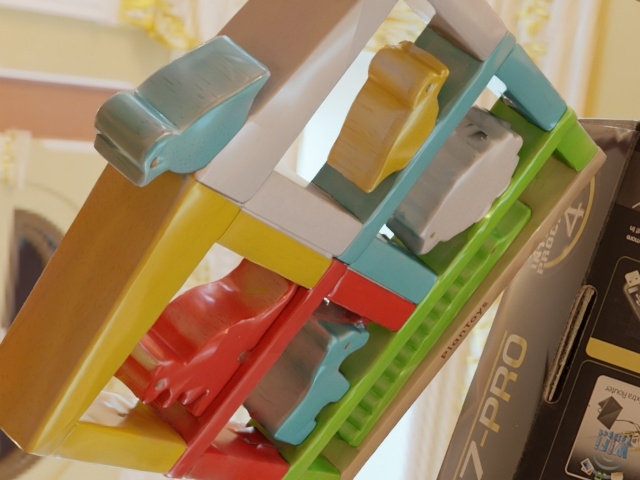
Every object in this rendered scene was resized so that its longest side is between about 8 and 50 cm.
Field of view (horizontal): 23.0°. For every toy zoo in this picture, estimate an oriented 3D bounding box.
[{"bbox_3d":[0.000,0.000,0.542,0.030,0.293,0.192,40,-85,25],"label":"toy zoo"}]

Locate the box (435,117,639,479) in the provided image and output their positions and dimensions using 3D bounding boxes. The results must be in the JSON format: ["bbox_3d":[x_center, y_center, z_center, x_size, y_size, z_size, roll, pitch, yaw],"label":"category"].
[{"bbox_3d":[0.252,0.153,0.756,0.097,0.394,0.318,-159,-93,-75],"label":"box"}]
